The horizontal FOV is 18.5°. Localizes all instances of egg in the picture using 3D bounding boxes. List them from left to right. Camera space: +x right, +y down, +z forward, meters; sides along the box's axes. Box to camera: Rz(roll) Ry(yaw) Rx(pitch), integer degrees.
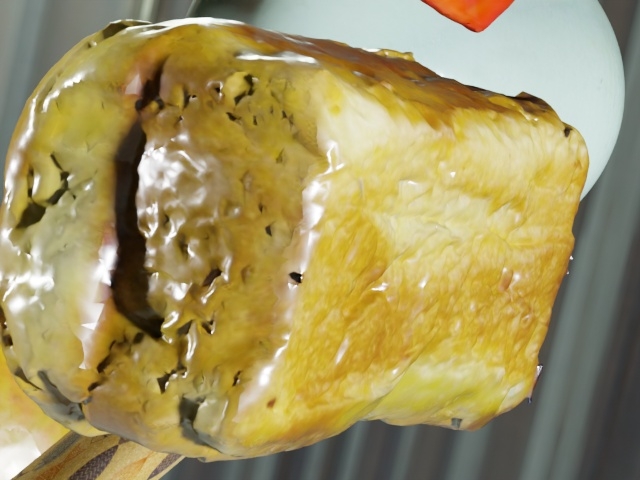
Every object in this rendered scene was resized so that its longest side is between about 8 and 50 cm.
[{"bbox_3d":[0.053,-0.099,1.236,0.230,0.230,0.371,18,10,35],"label":"egg"}]

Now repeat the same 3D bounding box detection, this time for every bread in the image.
[{"bbox_3d":[-0.006,0.001,0.898,0.148,0.195,0.344,20,6,26],"label":"bread"}]

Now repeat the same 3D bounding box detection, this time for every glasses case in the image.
[{"bbox_3d":[-0.140,0.142,1.356,0.064,0.170,0.041,41,-18,29],"label":"glasses case"}]

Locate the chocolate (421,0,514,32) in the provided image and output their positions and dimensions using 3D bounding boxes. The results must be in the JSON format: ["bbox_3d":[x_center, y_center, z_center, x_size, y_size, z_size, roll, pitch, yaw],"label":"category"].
[{"bbox_3d":[0.060,-0.307,0.794,0.341,0.360,0.161,28,25,-44],"label":"chocolate"}]

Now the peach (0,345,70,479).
[{"bbox_3d":[-0.332,0.172,1.616,0.332,0.308,0.308,25,1,-26],"label":"peach"}]
